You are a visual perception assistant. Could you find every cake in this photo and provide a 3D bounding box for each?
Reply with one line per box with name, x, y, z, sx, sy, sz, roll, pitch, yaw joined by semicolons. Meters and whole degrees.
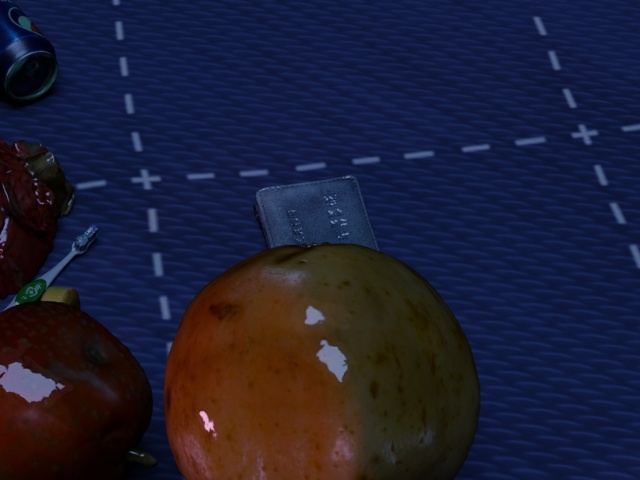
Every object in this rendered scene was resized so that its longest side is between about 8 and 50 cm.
cake;-0.358;0.104;1.875;0.044;0.084;0.084;8;49;7

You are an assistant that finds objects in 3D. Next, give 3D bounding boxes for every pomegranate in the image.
pomegranate;0.003;0.207;1.640;0.410;0.410;0.410;2;49;-2

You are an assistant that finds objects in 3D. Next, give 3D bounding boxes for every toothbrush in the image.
toothbrush;-0.414;0.081;1.931;0.030;0.030;0.304;28;56;20

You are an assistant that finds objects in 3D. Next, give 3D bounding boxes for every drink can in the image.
drink can;-0.513;-0.319;2.206;0.118;0.118;0.205;-28;58;-24

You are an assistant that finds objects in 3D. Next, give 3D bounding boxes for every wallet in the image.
wallet;0.000;-0.002;2.015;0.167;0.036;0.222;-8;51;-10

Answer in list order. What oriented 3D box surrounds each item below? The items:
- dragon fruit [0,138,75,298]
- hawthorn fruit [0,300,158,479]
dragon fruit;-0.480;-0.097;1.996;0.205;0.152;0.317;-35;59;-30
hawthorn fruit;-0.336;0.214;1.671;0.300;0.275;0.275;25;52;5
